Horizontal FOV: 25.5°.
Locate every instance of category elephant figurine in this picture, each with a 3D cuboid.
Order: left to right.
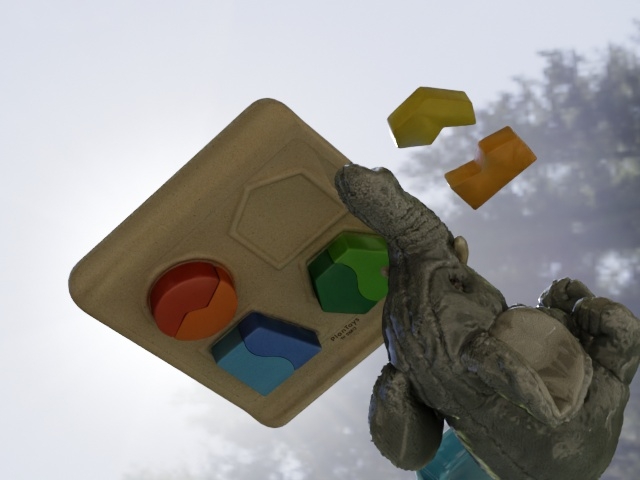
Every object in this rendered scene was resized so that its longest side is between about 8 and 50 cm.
[{"bbox_3d":[0.100,0.081,0.957,0.239,0.186,0.169,21,-76,-46],"label":"elephant figurine"}]

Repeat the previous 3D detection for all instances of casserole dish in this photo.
[{"bbox_3d":[0.162,0.163,1.162,0.188,0.114,0.037,-39,-69,-7],"label":"casserole dish"}]

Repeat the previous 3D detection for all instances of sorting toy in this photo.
[{"bbox_3d":[0.000,0.000,1.029,0.307,0.041,0.229,-41,-53,14],"label":"sorting toy"}]
